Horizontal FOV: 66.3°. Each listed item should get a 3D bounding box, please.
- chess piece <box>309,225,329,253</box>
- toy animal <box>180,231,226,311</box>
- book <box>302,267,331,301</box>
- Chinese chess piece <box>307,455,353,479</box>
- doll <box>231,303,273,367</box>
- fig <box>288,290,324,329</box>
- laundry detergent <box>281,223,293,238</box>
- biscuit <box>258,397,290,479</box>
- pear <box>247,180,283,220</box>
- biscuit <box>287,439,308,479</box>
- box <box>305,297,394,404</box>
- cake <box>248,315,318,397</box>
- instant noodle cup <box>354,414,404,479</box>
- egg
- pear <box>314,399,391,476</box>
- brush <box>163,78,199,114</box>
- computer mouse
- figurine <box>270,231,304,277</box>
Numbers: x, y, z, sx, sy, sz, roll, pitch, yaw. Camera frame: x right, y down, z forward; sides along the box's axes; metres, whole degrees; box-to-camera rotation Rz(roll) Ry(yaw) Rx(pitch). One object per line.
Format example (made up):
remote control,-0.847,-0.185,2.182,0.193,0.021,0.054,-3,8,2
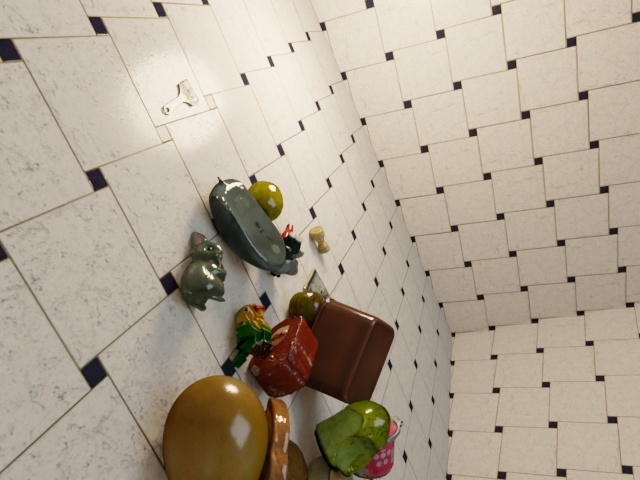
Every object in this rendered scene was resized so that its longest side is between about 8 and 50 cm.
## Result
chess piece,0.000,0.000,2.237,0.066,0.066,0.122,-71,144,-51
toy animal,-0.338,0.068,1.427,0.127,0.126,0.251,89,-6,-59
book,0.002,0.252,2.129,0.231,0.026,0.157,63,27,-22
Chinese chess piece,0.039,0.893,1.735,0.250,0.103,0.249,46,36,-47
doll,-0.219,0.291,1.539,0.106,0.134,0.186,38,36,-50
fig,-0.049,0.282,1.864,0.148,0.142,0.186,-3,63,-38
laundry detergent,-0.128,0.005,1.977,0.097,0.049,0.165,60,26,-43
biscuit,-0.144,0.648,1.300,0.078,0.349,0.455,11,59,-13
pear,-0.207,-0.141,1.788,0.148,0.149,0.162,57,18,-33
biscuit,-0.114,0.775,1.562,0.262,0.037,0.261,43,38,-49
box,0.096,0.420,1.826,0.239,0.230,0.339,38,71,-51
cake,-0.122,0.382,1.619,0.150,0.177,0.283,63,22,-23
instant noodle cup,0.196,0.831,1.965,0.258,0.303,0.181,-151,-123,-80
egg,-0.253,0.493,1.185,0.250,0.250,0.322,25,63,-59
pear,0.148,0.688,1.718,0.238,0.255,0.164,47,11,-41
brush,-0.461,-0.457,1.598,0.083,0.011,0.205,61,28,-28
computer mouse,-0.259,-0.047,1.648,0.370,0.122,0.188,58,29,-16
figurine,-0.132,0.058,1.804,0.147,0.192,0.126,29,23,-6
